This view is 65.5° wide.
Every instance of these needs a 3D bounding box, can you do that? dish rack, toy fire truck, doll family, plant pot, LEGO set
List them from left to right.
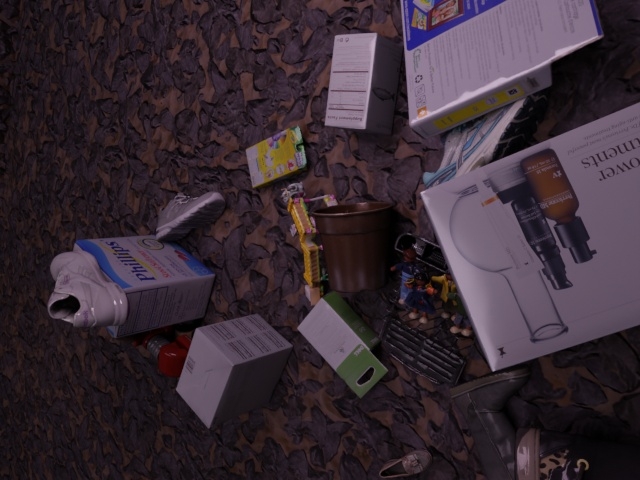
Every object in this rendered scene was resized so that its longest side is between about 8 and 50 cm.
[{"bbox_3d":[-0.452,0.281,1.377,0.217,0.246,0.159,33,123,31],"label":"toy fire truck"},{"bbox_3d":[0.000,0.000,1.133,0.132,0.107,0.287,158,97,-72],"label":"LEGO set"},{"bbox_3d":[0.073,0.013,1.024,0.166,0.166,0.165,2,104,38],"label":"plant pot"},{"bbox_3d":[0.215,0.140,0.967,0.208,0.074,0.272,28,110,34],"label":"dish rack"},{"bbox_3d":[0.200,0.084,0.880,0.192,0.076,0.112,11,122,32],"label":"doll family"}]

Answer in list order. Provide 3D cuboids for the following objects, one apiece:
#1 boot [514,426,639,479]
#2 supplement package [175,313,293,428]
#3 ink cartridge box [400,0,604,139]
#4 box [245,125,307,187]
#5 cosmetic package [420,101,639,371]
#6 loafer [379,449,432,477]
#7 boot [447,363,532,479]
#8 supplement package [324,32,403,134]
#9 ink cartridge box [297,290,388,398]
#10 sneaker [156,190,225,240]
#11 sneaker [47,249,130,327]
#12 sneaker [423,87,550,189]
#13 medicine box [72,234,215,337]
[{"bbox_3d":[0.433,0.454,0.682,0.283,0.138,0.378,-11,56,26],"label":"boot"},{"bbox_3d":[-0.212,0.314,1.234,0.149,0.203,0.194,36,114,31],"label":"supplement package"},{"bbox_3d":[0.281,-0.362,0.826,0.307,0.072,0.304,-16,63,37],"label":"ink cartridge box"},{"bbox_3d":[-0.101,-0.201,1.208,0.179,0.043,0.105,-15,84,40],"label":"box"},{"bbox_3d":[0.375,-0.008,0.729,0.376,0.097,0.285,-23,81,12],"label":"cosmetic package"},{"bbox_3d":[0.177,0.475,1.044,0.125,0.039,0.045,-37,71,34],"label":"loafer"},{"bbox_3d":[0.337,0.341,0.887,0.189,0.075,0.209,-44,60,47],"label":"boot"},{"bbox_3d":[0.088,-0.313,1.010,0.105,0.105,0.180,14,102,36],"label":"supplement package"},{"bbox_3d":[0.058,0.227,1.097,0.209,0.062,0.109,46,119,16],"label":"ink cartridge box"},{"bbox_3d":[-0.380,-0.089,1.397,0.281,0.105,0.116,-22,74,34],"label":"sneaker"},{"bbox_3d":[-0.580,0.108,1.169,0.305,0.152,0.114,27,112,35],"label":"sneaker"},{"bbox_3d":[0.277,-0.180,0.874,0.122,0.110,0.283,48,120,29],"label":"sneaker"},{"bbox_3d":[-0.493,0.111,1.382,0.263,0.289,0.149,32,112,32],"label":"medicine box"}]
